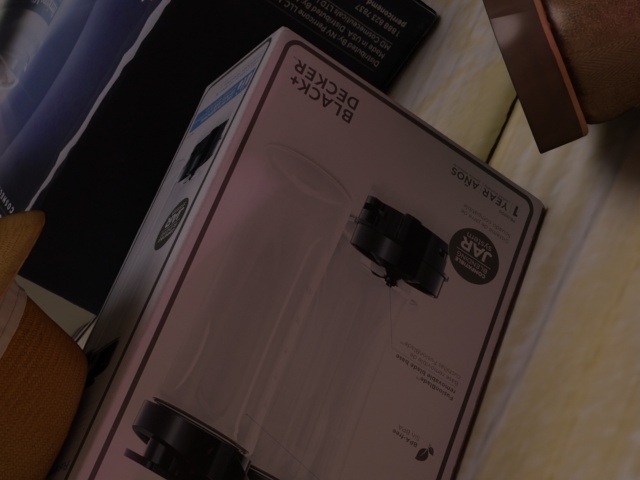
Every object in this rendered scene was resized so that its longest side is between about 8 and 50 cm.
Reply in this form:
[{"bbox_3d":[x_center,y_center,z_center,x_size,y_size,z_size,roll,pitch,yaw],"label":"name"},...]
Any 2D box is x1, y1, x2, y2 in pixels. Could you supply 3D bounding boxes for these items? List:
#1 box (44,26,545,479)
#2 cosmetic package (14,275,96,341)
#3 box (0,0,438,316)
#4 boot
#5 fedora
[{"bbox_3d":[-0.023,0.069,0.800,0.087,0.169,0.290,-28,35,55],"label":"box"},{"bbox_3d":[-0.247,-0.039,1.596,0.153,0.129,0.296,-50,21,19],"label":"cosmetic package"},{"bbox_3d":[-0.118,-0.121,1.241,0.294,0.182,0.296,-56,31,8],"label":"box"},{"bbox_3d":[0.139,-0.136,0.880,0.115,0.112,0.305,-22,23,9],"label":"boot"},{"bbox_3d":[-0.157,0.079,0.743,0.194,0.079,0.194,-47,16,18],"label":"fedora"}]
